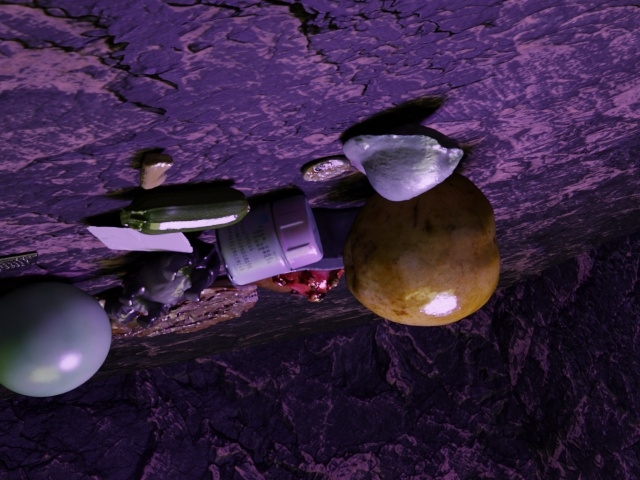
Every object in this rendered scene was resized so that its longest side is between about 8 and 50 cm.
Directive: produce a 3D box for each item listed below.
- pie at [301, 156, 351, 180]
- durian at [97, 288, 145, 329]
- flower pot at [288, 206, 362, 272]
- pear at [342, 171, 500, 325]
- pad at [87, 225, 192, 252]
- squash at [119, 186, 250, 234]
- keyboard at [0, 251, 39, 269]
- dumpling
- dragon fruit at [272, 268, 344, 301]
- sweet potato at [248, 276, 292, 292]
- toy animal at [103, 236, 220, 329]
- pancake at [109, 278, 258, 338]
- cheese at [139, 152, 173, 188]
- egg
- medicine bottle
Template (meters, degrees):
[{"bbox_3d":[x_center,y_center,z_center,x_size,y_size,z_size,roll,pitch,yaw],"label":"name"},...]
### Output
[{"bbox_3d":[0.010,-0.119,1.633,0.085,0.017,0.085,-15,167,-3],"label":"pie"},{"bbox_3d":[-0.426,0.141,2.173,0.110,0.071,0.140,38,156,-28],"label":"durian"},{"bbox_3d":[0.000,0.000,1.964,0.229,0.108,0.103,-2,163,-43],"label":"flower pot"},{"bbox_3d":[0.187,0.021,1.841,0.304,0.303,0.304,-14,169,-3],"label":"pear"},{"bbox_3d":[-0.303,-0.001,1.690,0.157,0.004,0.232,3,171,-2],"label":"pad"},{"bbox_3d":[-0.214,-0.047,1.562,0.219,0.068,0.077,-7,-171,-35],"label":"squash"},{"bbox_3d":[-0.584,0.047,1.680,0.202,0.011,0.067,-10,167,-23],"label":"keyboard"},{"bbox_3d":[0.117,-0.136,1.538,0.105,0.149,0.217,-52,-166,-27],"label":"dumpling"},{"bbox_3d":[-0.046,0.060,2.158,0.208,0.133,0.150,10,134,13],"label":"dragon fruit"},{"bbox_3d":[-0.127,0.079,2.279,0.075,0.075,0.273,-20,165,24],"label":"sweet potato"},{"bbox_3d":[-0.328,0.092,1.926,0.343,0.106,0.168,-23,-158,48],"label":"toy animal"},{"bbox_3d":[-0.325,0.166,2.432,0.383,0.071,0.382,-15,168,-3],"label":"pancake"},{"bbox_3d":[-0.231,-0.099,1.385,0.044,0.030,0.083,-5,160,-16],"label":"cheese"},{"bbox_3d":[-0.526,0.188,1.905,0.221,0.220,0.270,-20,177,21],"label":"egg"},{"bbox_3d":[-0.091,-0.001,1.773,0.169,0.135,0.135,-15,169,6],"label":"medicine bottle"}]
